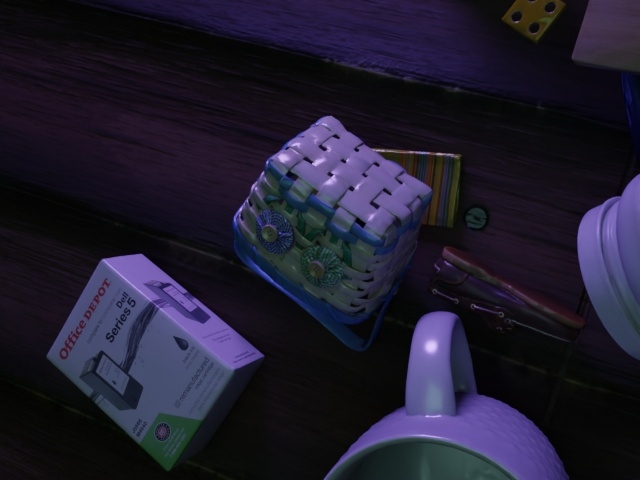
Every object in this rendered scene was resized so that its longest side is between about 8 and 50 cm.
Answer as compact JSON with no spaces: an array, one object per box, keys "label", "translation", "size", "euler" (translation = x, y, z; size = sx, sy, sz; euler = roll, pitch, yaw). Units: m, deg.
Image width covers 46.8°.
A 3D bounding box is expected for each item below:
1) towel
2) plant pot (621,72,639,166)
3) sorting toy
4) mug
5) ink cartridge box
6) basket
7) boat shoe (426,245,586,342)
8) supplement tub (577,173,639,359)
[{"label":"towel","translation":[0.079,-0.080,1.050],"size":[0.237,0.021,0.102],"euler":[6,94,20]},{"label":"plant pot","translation":[0.437,-0.220,0.806],"size":[0.236,0.236,0.212],"euler":[-20,79,21]},{"label":"sorting toy","translation":[0.321,-0.220,0.711],"size":[0.274,0.046,0.132],"euler":[17,91,27]},{"label":"mug","translation":[0.157,0.271,0.876],"size":[0.276,0.328,0.374],"euler":[-6,90,20]},{"label":"ink cartridge box","translation":[-0.256,0.179,1.135],"size":[0.273,0.115,0.198],"euler":[37,104,15]},{"label":"basket","translation":[0.000,0.000,0.992],"size":[0.255,0.201,0.289],"euler":[35,144,14]},{"label":"boat shoe","translation":[0.240,0.084,0.975],"size":[0.207,0.073,0.073],"euler":[29,104,24]},{"label":"supplement tub","translation":[0.458,-0.002,0.764],"size":[0.316,0.228,0.228],"euler":[-28,82,45]}]
